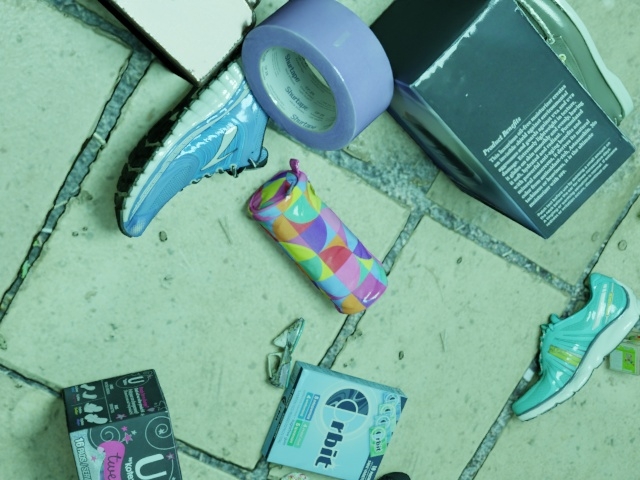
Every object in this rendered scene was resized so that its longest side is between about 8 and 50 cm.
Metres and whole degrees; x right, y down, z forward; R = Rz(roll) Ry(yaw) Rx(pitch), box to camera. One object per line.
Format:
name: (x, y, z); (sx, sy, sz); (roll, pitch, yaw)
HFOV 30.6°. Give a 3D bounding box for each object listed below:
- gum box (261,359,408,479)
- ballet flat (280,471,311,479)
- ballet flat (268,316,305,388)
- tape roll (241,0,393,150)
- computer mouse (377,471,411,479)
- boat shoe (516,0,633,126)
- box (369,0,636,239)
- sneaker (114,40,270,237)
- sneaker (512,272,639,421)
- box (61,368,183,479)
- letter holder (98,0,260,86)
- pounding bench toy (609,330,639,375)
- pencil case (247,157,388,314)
gum box: (0.022, 0.283, 1.805); (0.184, 0.041, 0.157); (18, 99, -21)
ballet flat: (-0.038, 0.484, 1.824); (0.091, 0.077, 0.241); (1, 105, -17)
ballet flat: (-0.055, 0.166, 1.750); (0.041, 0.041, 0.114); (12, 101, -20)
tape roll: (-0.005, -0.212, 1.483); (0.080, 0.189, 0.189); (-44, 116, -28)
computer mouse: (0.049, 0.435, 1.823); (0.242, 0.041, 0.071); (-30, 142, -31)
boat shoe: (0.346, -0.265, 1.714); (0.091, 0.109, 0.305); (-47, 117, -6)
box: (0.216, -0.189, 1.594); (0.183, 0.296, 0.294); (-45, 112, -1)
sneaker: (-0.148, -0.122, 1.588); (0.330, 0.130, 0.147); (-47, 111, -1)
sneaker: (0.395, 0.173, 1.876); (0.110, 0.107, 0.275); (39, 96, 6)
box: (-0.269, 0.333, 1.660); (0.142, 0.163, 0.247); (-13, 109, -12)
letter holder: (-0.205, -0.381, 1.484); (0.214, 0.152, 0.302); (-48, 113, -2)
pounding bench toy: (0.501, 0.181, 1.925); (0.065, 0.083, 0.052); (-20, 113, -45)
pencil case: (0.000, 0.000, 1.687); (0.104, 0.104, 0.236); (-41, 114, -3)
